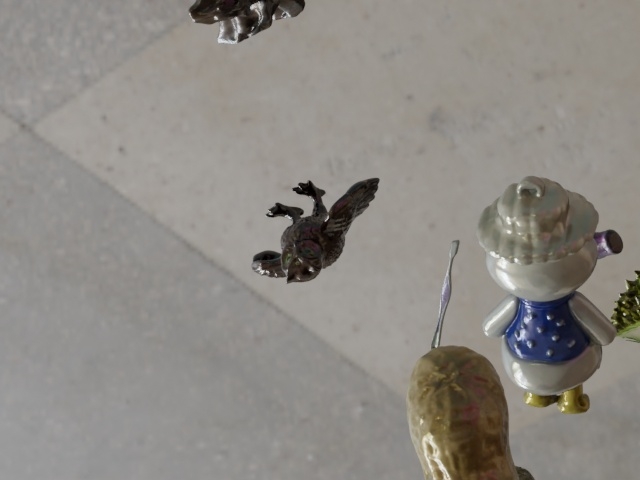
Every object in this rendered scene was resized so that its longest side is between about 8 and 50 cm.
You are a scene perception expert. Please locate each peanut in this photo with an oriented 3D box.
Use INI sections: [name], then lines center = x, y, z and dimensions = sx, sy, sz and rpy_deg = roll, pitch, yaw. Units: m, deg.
[peanut]
center = 0.069, 0.105, 0.709
dimensions = 0.054, 0.113, 0.054
rpy_deg = -10, 167, -2

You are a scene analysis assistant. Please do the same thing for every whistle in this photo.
[whistle]
center = 0.265, 0.016, 1.710
dimensions = 0.176, 0.033, 0.033
rpy_deg = -14, 147, 44

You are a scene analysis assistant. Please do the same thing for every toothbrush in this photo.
[toothbrush]
center = 0.133, 0.061, 1.612
dimensions = 0.011, 0.013, 0.131
rpy_deg = 18, 110, 24

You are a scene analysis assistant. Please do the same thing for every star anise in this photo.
[star anise]
center = -0.064, -0.334, 1.680
dimensions = 0.109, 0.223, 0.236
rpy_deg = 8, 174, 14

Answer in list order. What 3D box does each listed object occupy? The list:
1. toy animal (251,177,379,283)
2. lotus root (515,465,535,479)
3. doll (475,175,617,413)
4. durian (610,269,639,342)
[toy animal]
center = -0.002, 0.004, 2.023
dimensions = 0.218, 0.179, 0.116
rpy_deg = -34, 123, 26
[lotus root]
center = 0.181, 0.298, 1.382
dimensions = 0.088, 0.192, 0.113
rpy_deg = -24, 162, 27
[doll]
center = 0.224, 0.055, 1.506
dimensions = 0.138, 0.119, 0.293
rpy_deg = 5, 130, 24
[durian]
center = 0.573, 0.104, 2.029
dimensions = 0.351, 0.158, 0.169
rpy_deg = 16, 133, 5
